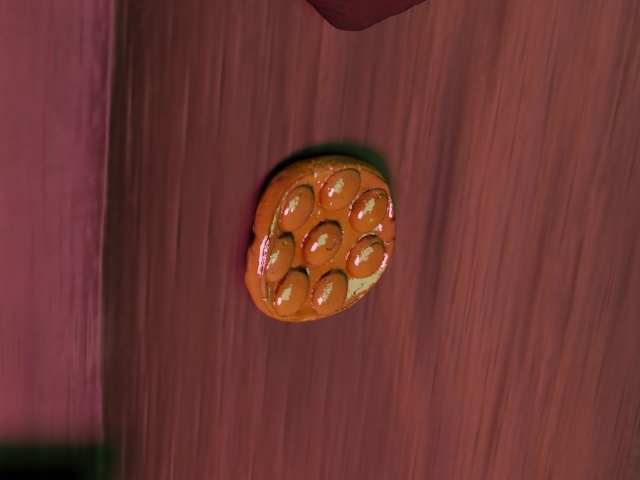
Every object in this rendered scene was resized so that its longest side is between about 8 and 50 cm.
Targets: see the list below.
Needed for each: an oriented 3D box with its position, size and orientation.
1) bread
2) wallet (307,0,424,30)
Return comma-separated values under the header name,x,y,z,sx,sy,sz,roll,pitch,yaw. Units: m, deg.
name,x,y,z,sx,sy,sz,roll,pitch,yaw
bread,0.000,0.000,0.818,0.110,0.024,0.110,-18,125,-27
wallet,0.010,-0.203,0.649,0.182,0.049,0.229,-26,138,30
